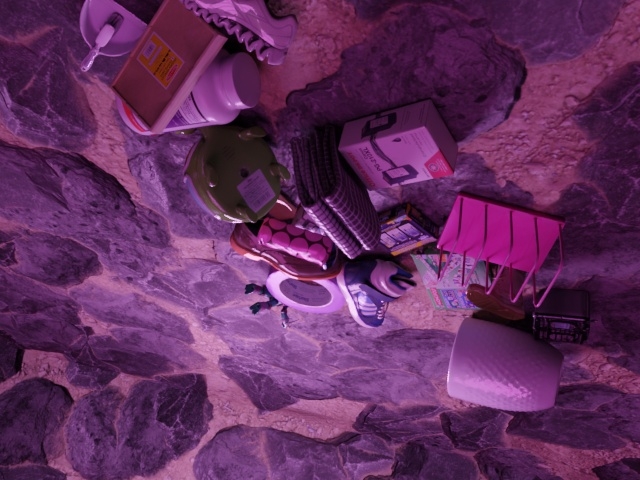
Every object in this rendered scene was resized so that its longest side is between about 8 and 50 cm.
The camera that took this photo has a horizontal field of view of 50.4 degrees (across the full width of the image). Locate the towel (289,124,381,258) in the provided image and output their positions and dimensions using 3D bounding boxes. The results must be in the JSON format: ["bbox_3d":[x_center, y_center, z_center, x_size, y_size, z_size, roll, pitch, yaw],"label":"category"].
[{"bbox_3d":[0.045,-0.129,1.711,0.121,0.283,0.235,-28,134,19],"label":"towel"}]

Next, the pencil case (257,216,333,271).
[{"bbox_3d":[-0.072,0.007,1.921,0.210,0.095,0.098,22,168,1],"label":"pencil case"}]

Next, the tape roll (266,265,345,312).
[{"bbox_3d":[-0.041,0.140,2.302,0.275,0.090,0.274,11,146,8],"label":"tape roll"}]

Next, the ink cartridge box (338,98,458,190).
[{"bbox_3d":[0.188,-0.225,1.653,0.237,0.100,0.172,-10,139,33],"label":"ink cartridge box"}]

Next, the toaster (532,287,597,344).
[{"bbox_3d":[0.748,0.236,2.095,0.186,0.110,0.168,3,146,19],"label":"toaster"}]

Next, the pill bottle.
[{"bbox_3d":[-0.308,-0.353,1.598,0.323,0.181,0.181,-3,142,26],"label":"pill bottle"}]

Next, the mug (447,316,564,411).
[{"bbox_3d":[0.633,0.418,2.277,0.328,0.276,0.374,11,-175,23],"label":"mug"}]

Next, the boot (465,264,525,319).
[{"bbox_3d":[0.512,0.123,1.975,0.213,0.165,0.077,24,152,-24],"label":"boot"}]

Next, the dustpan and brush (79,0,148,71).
[{"bbox_3d":[-0.519,-0.474,1.615,0.147,0.060,0.211,32,143,-24],"label":"dustpan and brush"}]

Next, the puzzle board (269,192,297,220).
[{"bbox_3d":[-0.129,-0.107,2.044,0.096,0.011,0.128,-13,137,38],"label":"puzzle board"}]

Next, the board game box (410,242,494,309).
[{"bbox_3d":[0.425,0.116,2.110,0.214,0.046,0.317,-1,143,25],"label":"board game box"}]

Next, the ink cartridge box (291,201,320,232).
[{"bbox_3d":[-0.017,-0.087,1.936,0.063,0.109,0.150,29,145,-15],"label":"ink cartridge box"}]

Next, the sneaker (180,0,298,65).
[{"bbox_3d":[-0.179,-0.494,1.427,0.292,0.110,0.118,31,117,-11],"label":"sneaker"}]

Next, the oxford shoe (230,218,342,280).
[{"bbox_3d":[-0.096,0.023,2.111,0.364,0.129,0.132,17,143,-9],"label":"oxford shoe"}]

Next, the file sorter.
[{"bbox_3d":[0.473,0.034,1.810,0.291,0.182,0.202,15,133,1],"label":"file sorter"}]

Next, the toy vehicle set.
[{"bbox_3d":[-0.338,-0.387,1.489,0.166,0.035,0.267,47,110,17],"label":"toy vehicle set"}]

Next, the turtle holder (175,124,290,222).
[{"bbox_3d":[-0.266,-0.184,1.783,0.320,0.243,0.227,28,163,-33],"label":"turtle holder"}]

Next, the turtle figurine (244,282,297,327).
[{"bbox_3d":[-0.162,0.216,2.441,0.234,0.175,0.118,16,119,-50],"label":"turtle figurine"}]

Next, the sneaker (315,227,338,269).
[{"bbox_3d":[0.000,0.000,2.074,0.083,0.071,0.190,9,119,32],"label":"sneaker"}]

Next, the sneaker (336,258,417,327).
[{"bbox_3d":[0.213,0.182,2.219,0.236,0.130,0.322,-2,138,32],"label":"sneaker"}]

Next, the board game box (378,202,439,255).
[{"bbox_3d":[0.234,-0.030,1.972,0.141,0.048,0.170,34,142,-29],"label":"board game box"}]
